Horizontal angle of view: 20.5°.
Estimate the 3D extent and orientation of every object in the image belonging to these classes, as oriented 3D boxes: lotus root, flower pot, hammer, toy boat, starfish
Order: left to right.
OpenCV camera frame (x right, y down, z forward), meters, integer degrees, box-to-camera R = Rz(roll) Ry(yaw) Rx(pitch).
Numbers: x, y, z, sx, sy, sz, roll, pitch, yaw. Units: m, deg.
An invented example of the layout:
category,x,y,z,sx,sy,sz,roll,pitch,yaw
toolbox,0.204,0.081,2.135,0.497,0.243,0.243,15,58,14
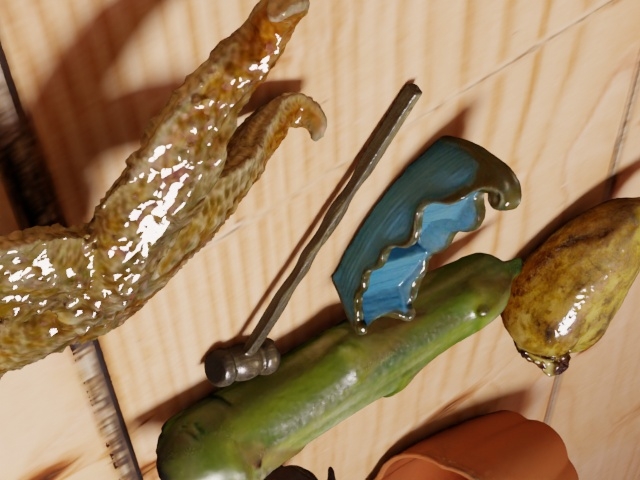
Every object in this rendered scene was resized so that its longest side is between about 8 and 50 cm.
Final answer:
category,x,y,z,sx,sy,sz,roll,pitch,yaw
starfish,-0.125,-0.004,0.952,0.375,0.094,0.327,-42,159,24
hammer,0.000,0.000,1.232,0.058,0.029,0.292,-15,147,-46
toy boat,0.080,-0.001,1.272,0.075,0.077,0.185,-13,147,-43
flower pot,0.165,0.263,1.801,0.173,0.190,0.191,-33,161,-45
lotus root,0.230,0.023,1.532,0.191,0.094,0.108,-55,174,19

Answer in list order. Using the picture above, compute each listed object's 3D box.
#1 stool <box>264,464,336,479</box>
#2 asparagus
category,x,y,z,sx,sy,sz,roll,pitch,yaw
stool,-0.072,0.273,1.538,0.217,0.125,0.121,-49,180,-20
asparagus,0.014,0.102,1.375,0.343,0.082,0.085,-32,163,-23
